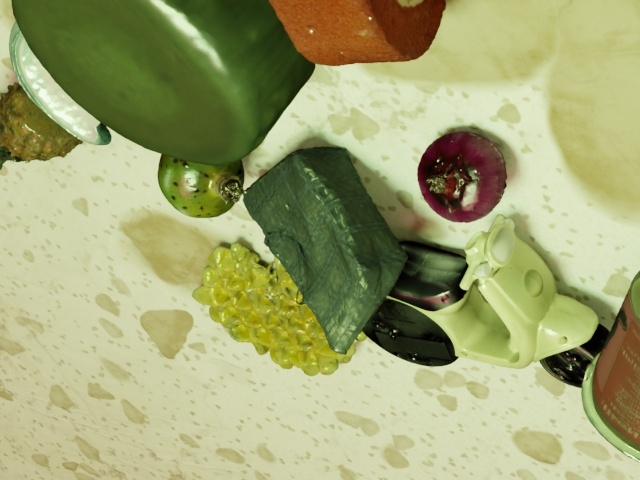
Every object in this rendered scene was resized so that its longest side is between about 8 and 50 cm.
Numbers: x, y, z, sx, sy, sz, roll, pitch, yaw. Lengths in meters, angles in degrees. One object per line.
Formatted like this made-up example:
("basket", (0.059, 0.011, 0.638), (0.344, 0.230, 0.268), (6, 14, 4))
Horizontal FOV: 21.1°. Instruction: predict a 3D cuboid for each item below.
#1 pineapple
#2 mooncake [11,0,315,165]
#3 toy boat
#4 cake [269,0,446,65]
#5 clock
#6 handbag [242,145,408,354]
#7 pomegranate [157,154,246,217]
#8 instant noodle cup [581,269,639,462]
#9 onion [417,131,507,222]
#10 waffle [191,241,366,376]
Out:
("pineapple", (-0.426, -0.157, 2.431), (0.128, 0.128, 0.248), (46, 148, -20))
("mooncake", (-0.176, -0.262, 2.021), (0.356, 0.194, 0.356), (26, 153, 14))
("toy boat", (-0.327, -0.227, 2.295), (0.134, 0.079, 0.207), (-39, 110, 23))
("cake", (0.022, -0.306, 1.859), (0.151, 0.177, 0.283), (5, 139, 32))
("clock", (0.191, 0.078, 2.265), (0.379, 0.120, 0.276), (3, 140, 34))
("handbag", (0.000, 0.000, 2.228), (0.175, 0.088, 0.270), (-49, 63, 40))
("pomegranate", (-0.154, -0.091, 2.309), (0.130, 0.130, 0.130), (20, 144, 15))
("instant noodle cup", (0.445, 0.141, 2.071), (0.234, 0.235, 0.178), (20, 135, 16))
("onion", (0.170, -0.077, 2.098), (0.115, 0.104, 0.115), (10, 106, 39))
("waffle", (-0.062, 0.101, 2.529), (0.261, 0.056, 0.250), (35, 146, -9))
